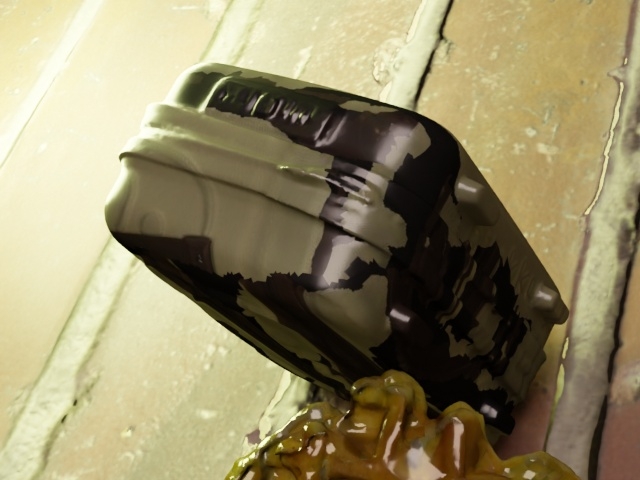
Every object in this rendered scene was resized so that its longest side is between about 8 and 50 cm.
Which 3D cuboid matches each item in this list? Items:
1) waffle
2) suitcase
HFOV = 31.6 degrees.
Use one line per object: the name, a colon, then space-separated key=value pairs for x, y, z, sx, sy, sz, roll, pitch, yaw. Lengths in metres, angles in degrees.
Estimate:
waffle: x=0.043 y=0.257 z=0.734 sx=0.325 sy=0.068 sz=0.302 roll=-39 pitch=80 yaw=16
suitcase: x=0.000 y=0.000 z=0.895 sx=0.339 sy=0.351 sz=0.194 roll=19 pitch=74 yaw=35
